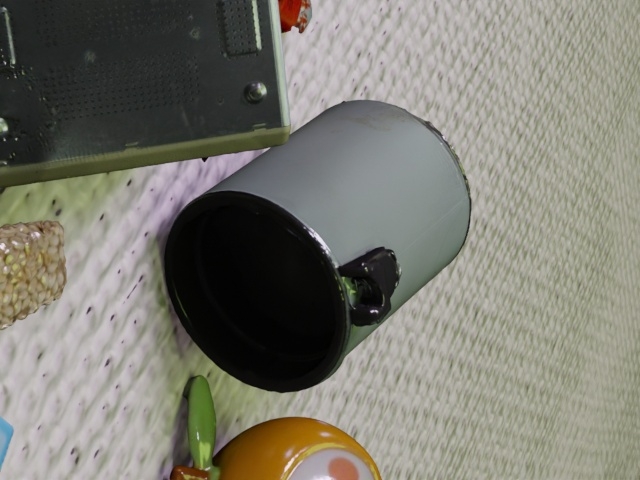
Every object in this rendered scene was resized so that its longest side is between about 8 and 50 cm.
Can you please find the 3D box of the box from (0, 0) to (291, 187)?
[{"bbox_3d":[-0.164,-0.157,1.396,0.045,0.270,0.210,-121,-156,-68],"label":"box"}]

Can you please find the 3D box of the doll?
[{"bbox_3d":[-0.062,0.272,1.780,0.236,0.213,0.213,27,60,-17],"label":"doll"}]

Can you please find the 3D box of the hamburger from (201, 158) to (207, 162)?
[{"bbox_3d":[-0.147,-0.198,1.546,0.237,0.149,0.237,12,90,-70],"label":"hamburger"}]

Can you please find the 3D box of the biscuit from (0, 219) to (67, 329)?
[{"bbox_3d":[-0.271,0.032,1.392,0.168,0.070,0.082,-33,119,-58],"label":"biscuit"}]

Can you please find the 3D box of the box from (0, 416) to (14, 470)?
[{"bbox_3d":[-0.324,0.211,1.283,0.142,0.083,0.232,54,43,-54],"label":"box"}]

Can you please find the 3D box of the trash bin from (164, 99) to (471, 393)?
[{"bbox_3d":[0.000,0.000,1.773,0.262,0.277,0.217,-38,124,-49],"label":"trash bin"}]

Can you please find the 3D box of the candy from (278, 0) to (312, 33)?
[{"bbox_3d":[-0.072,-0.273,1.806,0.292,0.059,0.086,26,72,-63],"label":"candy"}]
